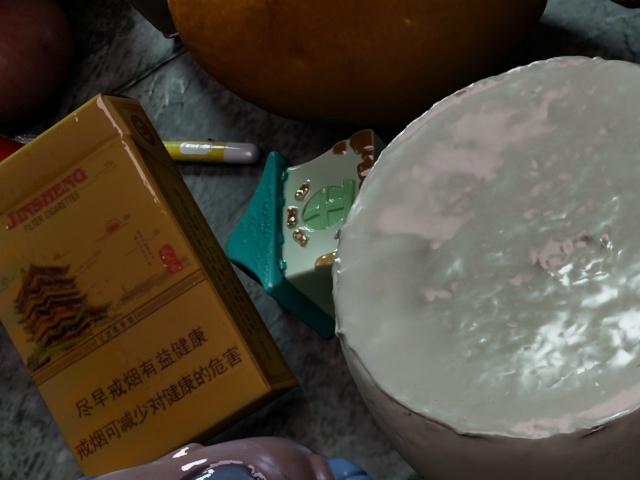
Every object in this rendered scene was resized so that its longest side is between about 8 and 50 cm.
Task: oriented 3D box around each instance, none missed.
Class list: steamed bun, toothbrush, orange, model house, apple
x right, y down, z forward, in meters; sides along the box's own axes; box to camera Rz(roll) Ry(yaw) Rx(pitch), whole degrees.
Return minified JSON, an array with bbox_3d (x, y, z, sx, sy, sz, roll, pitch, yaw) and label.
[{"bbox_3d":[0.174,0.041,1.008,0.324,0.206,0.324,-14,56,22],"label":"steamed bun"},{"bbox_3d":[-0.177,-0.085,1.417,0.288,0.024,0.021,3,64,33],"label":"toothbrush"},{"bbox_3d":[0.032,-0.206,1.206,0.310,0.274,0.274,-32,52,21],"label":"orange"},{"bbox_3d":[0.000,0.000,1.212,0.149,0.100,0.127,-16,56,26],"label":"model house"},{"bbox_3d":[-0.320,-0.188,1.502,0.153,0.120,0.153,-14,60,24],"label":"apple"}]

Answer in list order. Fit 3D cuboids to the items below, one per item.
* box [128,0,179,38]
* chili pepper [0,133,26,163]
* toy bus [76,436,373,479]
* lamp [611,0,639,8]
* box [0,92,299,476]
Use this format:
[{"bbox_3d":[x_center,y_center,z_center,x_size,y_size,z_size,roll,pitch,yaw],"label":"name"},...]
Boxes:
[{"bbox_3d":[-0.126,-0.386,1.423,0.190,0.225,0.297,-16,56,23],"label":"box"},{"bbox_3d":[-0.349,-0.050,1.436,0.338,0.131,0.134,18,100,34],"label":"chili pepper"},{"bbox_3d":[-0.049,0.233,0.997,0.232,0.294,0.197,-28,66,1],"label":"toy bus"},{"bbox_3d":[0.257,-0.239,1.162,0.136,0.136,0.136,-15,57,25],"label":"lamp"},{"bbox_3d":[-0.162,0.042,1.225,0.174,0.076,0.274,-32,81,13],"label":"box"}]
